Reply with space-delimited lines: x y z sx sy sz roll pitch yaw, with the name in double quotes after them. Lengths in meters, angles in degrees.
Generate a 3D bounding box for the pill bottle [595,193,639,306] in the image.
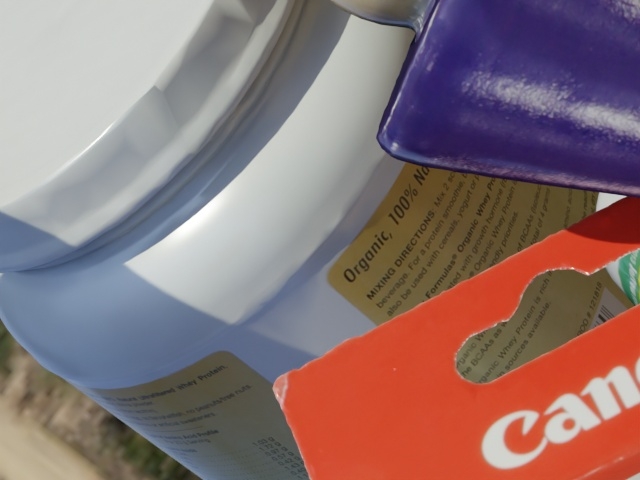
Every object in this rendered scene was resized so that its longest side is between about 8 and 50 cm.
0.177 0.033 0.451 0.208 0.117 0.117 52 -179 36 "pill bottle"

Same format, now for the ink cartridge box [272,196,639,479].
0.070 0.056 0.343 0.045 0.145 0.179 53 -169 -52 "ink cartridge box"

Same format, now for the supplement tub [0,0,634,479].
0.000 0.000 0.760 0.316 0.228 0.228 42 170 -33 "supplement tub"

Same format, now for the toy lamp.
-0.040 -0.082 0.374 0.274 0.080 0.080 23 170 1 "toy lamp"
